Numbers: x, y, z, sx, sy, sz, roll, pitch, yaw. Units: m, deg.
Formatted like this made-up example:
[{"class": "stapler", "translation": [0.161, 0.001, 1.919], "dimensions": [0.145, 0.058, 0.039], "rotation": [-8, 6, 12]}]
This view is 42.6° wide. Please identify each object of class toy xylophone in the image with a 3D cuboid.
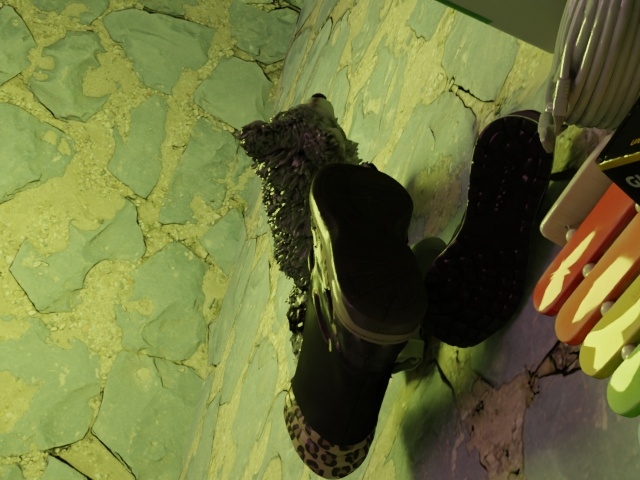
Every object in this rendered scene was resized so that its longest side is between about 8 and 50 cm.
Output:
[{"class": "toy xylophone", "translation": [0.275, 0.023, 0.609], "dimensions": [0.322, 0.081, 0.236], "rotation": [-100, 33, -62]}]

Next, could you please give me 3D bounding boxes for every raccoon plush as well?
[{"class": "raccoon plush", "translation": [0.000, 0.000, 1.281], "dimensions": [0.299, 0.216, 0.446], "rotation": [27, -127, -76]}]

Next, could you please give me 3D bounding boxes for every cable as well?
[{"class": "cable", "translation": [0.278, -0.227, 0.746], "dimensions": [0.257, 0.089, 0.257], "rotation": [-62, -16, -52]}]

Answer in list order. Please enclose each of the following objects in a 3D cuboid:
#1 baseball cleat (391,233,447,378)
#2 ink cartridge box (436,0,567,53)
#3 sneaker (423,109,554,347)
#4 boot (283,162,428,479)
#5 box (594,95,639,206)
[{"class": "baseball cleat", "translation": [0.130, 0.098, 1.100], "dimensions": [0.109, 0.072, 0.206], "rotation": [-105, 27, -53]}, {"class": "ink cartridge box", "translation": [0.222, -0.390, 1.083], "dimensions": [0.289, 0.211, 0.121], "rotation": [-91, 25, -54]}, {"class": "sneaker", "translation": [0.206, -0.011, 0.941], "dimensions": [0.124, 0.107, 0.283], "rotation": [-34, -35, -62]}, {"class": "boot", "translation": [0.034, 0.089, 1.064], "dimensions": [0.377, 0.138, 0.284], "rotation": [-100, 20, -57]}, {"class": "box", "translation": [0.334, -0.140, 0.456], "dimensions": [0.257, 0.079, 0.322], "rotation": [-53, 10, -14]}]
